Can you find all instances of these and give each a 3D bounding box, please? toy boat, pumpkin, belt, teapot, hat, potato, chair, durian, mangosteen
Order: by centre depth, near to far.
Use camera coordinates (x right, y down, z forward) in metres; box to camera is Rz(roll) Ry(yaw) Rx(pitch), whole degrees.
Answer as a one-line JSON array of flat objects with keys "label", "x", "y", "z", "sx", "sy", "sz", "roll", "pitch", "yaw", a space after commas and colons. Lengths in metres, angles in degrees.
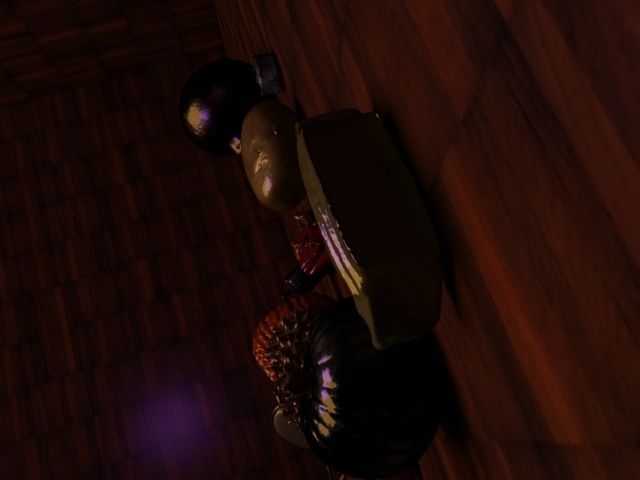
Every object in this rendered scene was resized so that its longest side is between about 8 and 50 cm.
[{"label": "toy boat", "x": 0.051, "y": -0.030, "z": 0.588, "sx": 0.084, "sy": 0.111, "sz": 0.276, "roll": 106, "pitch": 147, "yaw": -69}, {"label": "pumpkin", "x": 0.051, "y": 0.202, "z": 0.778, "sx": 0.250, "sy": 0.216, "sz": 0.249, "roll": -173, "pitch": 90, "yaw": -75}, {"label": "durian", "x": 0.028, "y": 0.235, "z": 1.040, "sx": 0.293, "sy": 0.258, "sz": 0.258, "roll": 44, "pitch": -155, "yaw": -70}, {"label": "chair", "x": -0.023, "y": 0.397, "z": 1.185, "sx": 0.170, "sy": 0.160, "sz": 0.325, "roll": 33, "pitch": -149, "yaw": -10}, {"label": "potato", "x": -0.095, "y": -0.189, "z": 1.239, "sx": 0.228, "sy": 0.149, "sz": 0.197, "roll": 60, "pitch": 155, "yaw": 33}, {"label": "belt", "x": -0.131, "y": -0.411, "z": 1.380, "sx": 0.140, "sy": 0.058, "sz": 0.105, "roll": -111, "pitch": 12, "yaw": -61}, {"label": "hat", "x": 0.006, "y": 0.351, "z": 1.522, "sx": 0.400, "sy": 0.285, "sz": 0.285, "roll": 52, "pitch": 162, "yaw": 40}, {"label": "teapot", "x": -0.050, "y": 0.104, "z": 1.617, "sx": 0.087, "sy": 0.177, "sz": 0.096, "roll": 42, "pitch": -172, "yaw": 8}, {"label": "mangosteen", "x": -0.271, "y": -0.374, "z": 1.655, "sx": 0.297, "sy": 0.297, "sz": 0.313, "roll": 87, "pitch": 167, "yaw": -67}]

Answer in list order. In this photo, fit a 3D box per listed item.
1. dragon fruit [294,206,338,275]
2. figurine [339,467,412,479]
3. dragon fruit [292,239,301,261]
[{"label": "dragon fruit", "x": 0.009, "y": -0.013, "z": 1.327, "sx": 0.092, "sy": 0.122, "sz": 0.192, "roll": -49, "pitch": 44, "yaw": 35}, {"label": "figurine", "x": 0.116, "y": 0.489, "z": 1.218, "sx": 0.387, "sy": 0.166, "sz": 0.207, "roll": 78, "pitch": 169, "yaw": -53}, {"label": "dragon fruit", "x": -0.037, "y": 0.040, "z": 1.708, "sx": 0.086, "sy": 0.081, "sz": 0.116, "roll": 30, "pitch": 137, "yaw": 65}]
